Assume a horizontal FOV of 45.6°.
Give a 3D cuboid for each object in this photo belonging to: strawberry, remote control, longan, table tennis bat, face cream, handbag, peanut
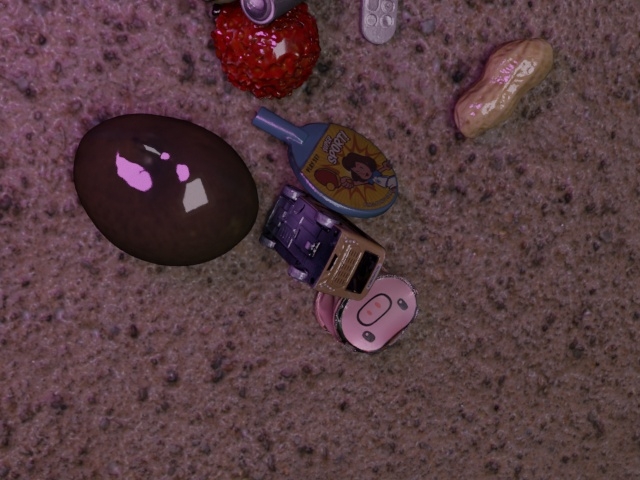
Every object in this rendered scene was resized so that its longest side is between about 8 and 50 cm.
[{"bbox_3d":[-0.086,-0.381,1.432,0.234,0.178,0.234,-4,102,-20],"label":"strawberry"},{"bbox_3d":[0.121,-0.520,1.527,0.077,0.022,0.245,-1,106,-17],"label":"remote control"},{"bbox_3d":[-0.287,-0.093,1.412,0.350,0.288,0.288,22,99,-8],"label":"longan"},{"bbox_3d":[0.011,-0.166,1.530,0.329,0.044,0.215,33,50,-3],"label":"table tennis bat"},{"bbox_3d":[-0.042,-0.473,1.391,0.283,0.073,0.073,-48,119,-45],"label":"face cream"},{"bbox_3d":[0.098,0.143,1.654,0.205,0.116,0.179,-44,112,-1],"label":"handbag"},{"bbox_3d":[0.378,-0.329,1.603,0.257,0.123,0.123,-45,111,4],"label":"peanut"}]

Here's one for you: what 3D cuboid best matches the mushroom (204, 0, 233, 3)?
[{"bbox_3d":[-0.146,-0.559,1.365,0.164,0.189,0.267,-8,84,-27],"label":"mushroom"}]

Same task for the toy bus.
[{"bbox_3d":[0.000,0.000,1.503,0.157,0.289,0.139,21,100,-31],"label":"toy bus"}]
